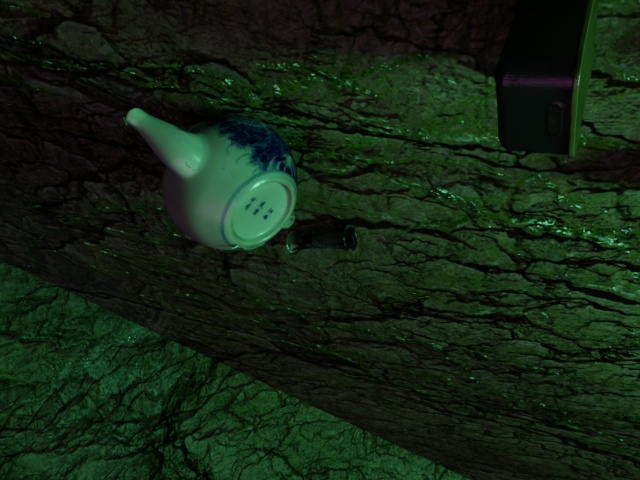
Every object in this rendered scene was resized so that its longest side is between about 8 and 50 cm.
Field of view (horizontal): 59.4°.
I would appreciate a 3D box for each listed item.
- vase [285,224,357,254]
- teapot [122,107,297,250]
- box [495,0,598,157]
[{"bbox_3d":[0.000,0.000,1.278,0.167,0.059,0.059,-5,139,35],"label":"vase"},{"bbox_3d":[-0.184,-0.123,1.059,0.280,0.252,0.424,42,-173,33],"label":"teapot"},{"bbox_3d":[0.275,-0.211,0.677,0.090,0.201,0.144,9,147,26],"label":"box"}]
